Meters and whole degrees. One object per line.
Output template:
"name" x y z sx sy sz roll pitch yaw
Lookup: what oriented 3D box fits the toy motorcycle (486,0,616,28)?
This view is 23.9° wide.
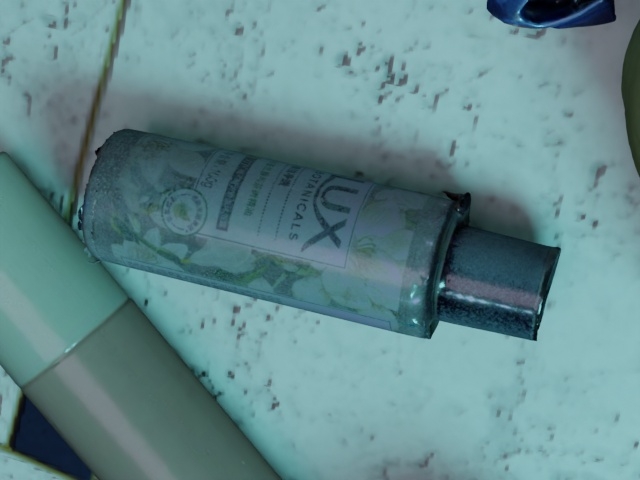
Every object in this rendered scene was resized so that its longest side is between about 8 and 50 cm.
"toy motorcycle" 0.111 -0.151 0.595 0.205 0.076 0.114 -36 105 24

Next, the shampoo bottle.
"shampoo bottle" 0.000 0.000 0.690 0.214 0.072 0.072 13 114 13

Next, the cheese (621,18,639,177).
"cheese" 0.224 -0.020 0.583 0.235 0.117 0.218 21 117 13

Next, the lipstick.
"lipstick" -0.101 0.075 0.749 0.070 0.070 0.254 -36 97 26
